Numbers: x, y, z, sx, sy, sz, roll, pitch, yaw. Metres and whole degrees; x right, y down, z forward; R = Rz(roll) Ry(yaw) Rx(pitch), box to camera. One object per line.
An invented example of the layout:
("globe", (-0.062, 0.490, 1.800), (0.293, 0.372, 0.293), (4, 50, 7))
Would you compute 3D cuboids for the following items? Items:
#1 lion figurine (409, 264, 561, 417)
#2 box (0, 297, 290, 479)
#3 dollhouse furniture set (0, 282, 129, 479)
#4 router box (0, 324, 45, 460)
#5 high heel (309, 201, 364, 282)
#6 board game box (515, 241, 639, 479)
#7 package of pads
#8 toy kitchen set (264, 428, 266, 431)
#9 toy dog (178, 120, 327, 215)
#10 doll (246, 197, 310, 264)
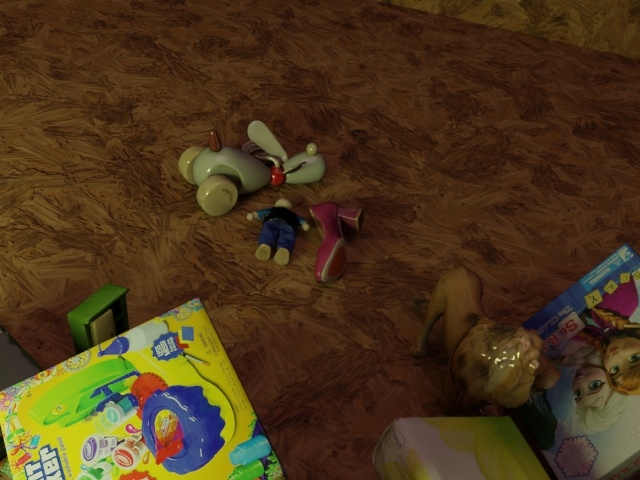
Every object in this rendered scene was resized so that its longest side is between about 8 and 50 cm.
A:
("lion figurine", (0.246, 0.149, 1.534), (0.142, 0.240, 0.392), (-1, 37, -19))
("box", (-0.199, 0.272, 1.095), (0.279, 0.177, 0.290), (-26, 46, -9))
("dollhouse furniture set", (-0.314, 0.220, 1.311), (0.198, 0.151, 0.301), (16, 35, 23))
("router box", (-0.536, 0.225, 1.204), (0.243, 0.081, 0.309), (42, 62, 15))
("high heel", (0.000, 0.000, 1.810), (0.117, 0.082, 0.244), (6, 41, 17))
("board game box", (0.464, 0.211, 1.481), (0.066, 0.319, 0.318), (37, 17, -39))
("package of pads", (0.221, 0.370, 1.233), (0.229, 0.101, 0.296), (7, 34, -31))
("toy kitchen set", (-0.104, 0.364, 1.273), (0.122, 0.166, 0.207), (14, 77, 2))
("toy dog", (-0.141, -0.178, 1.926), (0.220, 0.160, 0.334), (33, 40, 25))
("doll", (-0.086, -0.029, 1.839), (0.129, 0.046, 0.189), (13, 36, -1))
